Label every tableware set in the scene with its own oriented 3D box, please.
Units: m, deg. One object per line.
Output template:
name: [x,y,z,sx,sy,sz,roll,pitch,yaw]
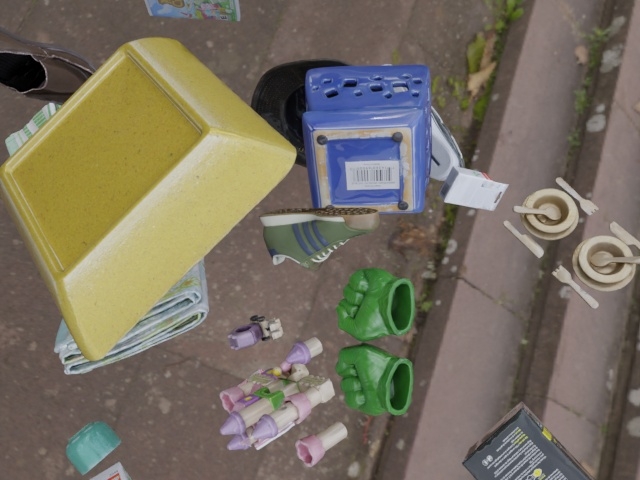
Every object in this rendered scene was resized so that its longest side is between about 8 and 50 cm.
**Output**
tableware set: [0.381,-0.008,0.958,0.128,0.194,0.039,-39,156,-8]

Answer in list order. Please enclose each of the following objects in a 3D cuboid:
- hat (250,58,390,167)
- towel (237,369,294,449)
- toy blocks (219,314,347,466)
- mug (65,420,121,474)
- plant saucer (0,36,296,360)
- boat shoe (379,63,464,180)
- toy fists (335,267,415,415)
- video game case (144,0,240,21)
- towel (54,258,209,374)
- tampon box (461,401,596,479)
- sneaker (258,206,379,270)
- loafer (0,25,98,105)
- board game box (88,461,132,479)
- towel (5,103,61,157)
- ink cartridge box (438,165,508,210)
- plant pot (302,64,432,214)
hat: [0.020,-0.294,1.413,0.331,0.331,0.134,44,40,-33]
towel: [-0.181,0.501,1.912,0.197,0.144,0.029,56,11,20]
toy blocks: [-0.145,0.373,1.515,0.260,0.289,0.309,-22,102,-37]
mug: [-0.634,0.563,1.755,0.097,0.158,0.129,50,12,0]
plant saucer: [-0.243,-0.087,0.772,0.333,0.333,0.081,-44,145,0]
boat shoe: [0.234,-0.282,1.585,0.119,0.121,0.335,-2,60,-60]
toy fists: [0.093,0.191,1.217,0.096,0.142,0.279,-3,94,-41]
video game case: [-0.263,-0.510,1.270,0.193,0.212,0.023,3,73,-1]
towel: [-0.405,0.128,1.424,0.321,0.374,0.090,-23,116,-3]
tampon box: [0.273,0.298,0.801,0.101,0.161,0.120,-44,162,5]
sneaker: [0.000,0.000,0.903,0.064,0.192,0.086,-21,108,-54]
loafer: [-0.624,-0.356,1.404,0.134,0.130,0.366,-49,153,20]
board game box: [-0.294,0.468,0.883,0.193,0.053,0.305,-28,121,-17]
towel: [-0.745,-0.204,1.709,0.038,0.325,0.247,-11,86,-46]
ink cartridge box: [0.281,-0.094,1.182,0.115,0.029,0.063,8,123,-25]
plant pot: [0.086,-0.171,1.166,0.212,0.236,0.236,-80,167,-55]
